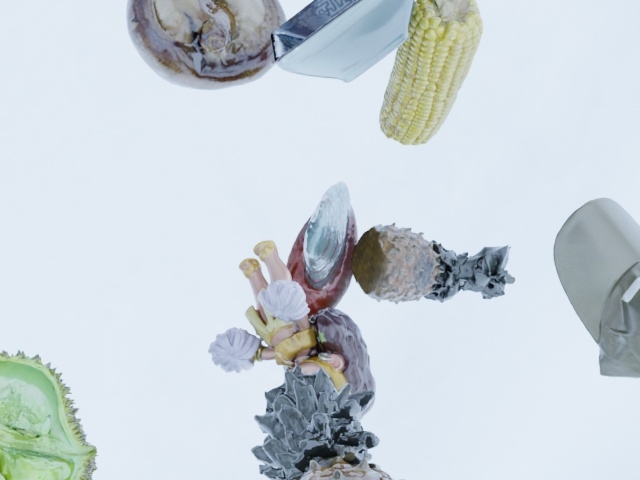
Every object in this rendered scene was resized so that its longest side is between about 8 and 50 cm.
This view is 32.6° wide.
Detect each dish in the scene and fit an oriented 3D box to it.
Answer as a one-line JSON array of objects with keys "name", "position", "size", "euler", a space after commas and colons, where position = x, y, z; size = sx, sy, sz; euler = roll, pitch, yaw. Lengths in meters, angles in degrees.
[{"name": "dish", "position": [0.038, -0.240, 1.221], "size": [0.182, 0.243, 0.080], "euler": [-35, 106, 7]}]

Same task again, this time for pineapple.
[{"name": "pineapple", "position": [0.004, 0.191, 0.717], "size": [0.158, 0.278, 0.158], "euler": [-5, 117, -9]}, {"name": "pineapple", "position": [0.167, 0.039, 1.523], "size": [0.237, 0.119, 0.111], "euler": [5, 106, -27]}]

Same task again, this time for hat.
[{"name": "hat", "position": [0.340, 0.037, 1.131], "size": [0.166, 0.144, 0.173], "euler": [-30, 101, -25]}]

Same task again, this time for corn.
[{"name": "corn", "position": [0.132, -0.208, 1.335], "size": [0.093, 0.244, 0.093], "euler": [4, 61, -7]}]

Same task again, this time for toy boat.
[{"name": "toy boat", "position": [0.000, 0.000, 1.461], "size": [0.096, 0.282, 0.206], "euler": [17, 79, 8]}]

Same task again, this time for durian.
[{"name": "durian", "position": [-0.398, 0.264, 1.389], "size": [0.237, 0.200, 0.176], "euler": [52, 125, 10]}]

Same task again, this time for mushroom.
[{"name": "mushroom", "position": [-0.164, -0.301, 1.526], "size": [0.231, 0.138, 0.194], "euler": [5, 52, -26]}]

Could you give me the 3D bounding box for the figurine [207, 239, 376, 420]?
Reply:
[{"name": "figurine", "position": [-0.029, 0.114, 1.265], "size": [0.240, 0.116, 0.174], "euler": [53, 132, 15]}]
